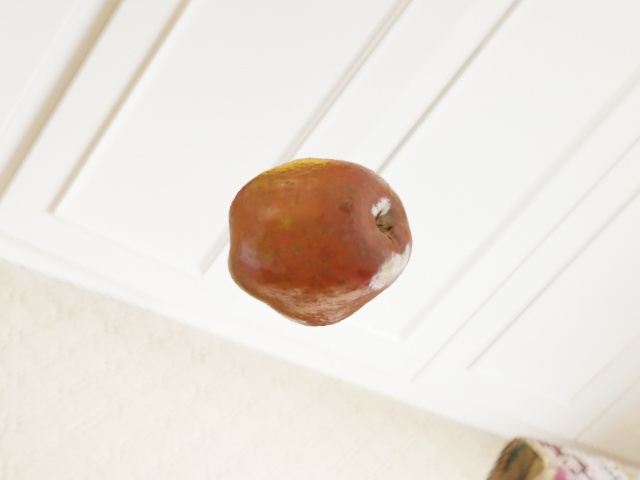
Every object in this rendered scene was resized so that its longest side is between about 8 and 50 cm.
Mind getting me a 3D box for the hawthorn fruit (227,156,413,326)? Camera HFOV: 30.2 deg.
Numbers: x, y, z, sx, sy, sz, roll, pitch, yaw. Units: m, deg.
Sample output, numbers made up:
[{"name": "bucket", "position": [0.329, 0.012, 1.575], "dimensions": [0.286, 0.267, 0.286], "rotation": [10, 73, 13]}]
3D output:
[{"name": "hawthorn fruit", "position": [0.000, 0.000, 1.199], "dimensions": [0.189, 0.189, 0.189], "rotation": [29, 30, -18]}]
